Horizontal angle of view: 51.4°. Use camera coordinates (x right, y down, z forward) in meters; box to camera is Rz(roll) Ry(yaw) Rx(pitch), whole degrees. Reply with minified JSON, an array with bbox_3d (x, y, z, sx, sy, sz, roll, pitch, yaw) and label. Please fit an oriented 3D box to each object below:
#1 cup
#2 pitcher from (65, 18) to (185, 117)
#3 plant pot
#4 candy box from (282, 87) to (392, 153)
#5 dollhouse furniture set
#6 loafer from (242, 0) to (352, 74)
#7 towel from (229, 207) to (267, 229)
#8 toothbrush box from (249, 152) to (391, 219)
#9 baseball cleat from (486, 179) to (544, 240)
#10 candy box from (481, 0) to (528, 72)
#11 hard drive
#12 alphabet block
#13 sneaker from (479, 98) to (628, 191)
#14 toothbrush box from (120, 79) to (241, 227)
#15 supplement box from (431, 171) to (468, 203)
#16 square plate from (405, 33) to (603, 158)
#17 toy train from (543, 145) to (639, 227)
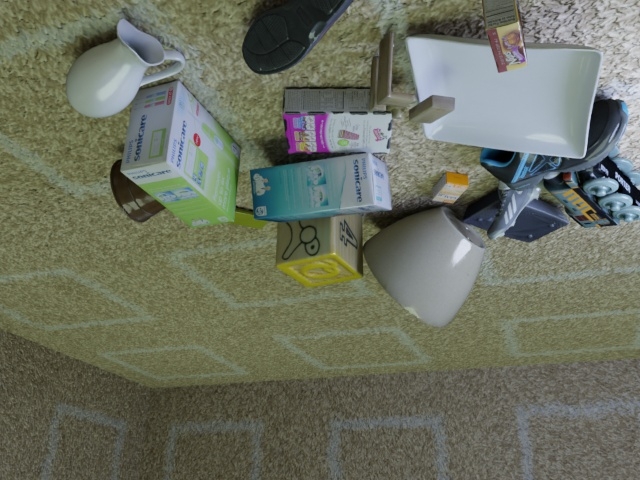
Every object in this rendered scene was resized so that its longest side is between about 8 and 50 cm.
[{"bbox_3d":[0.318,0.043,1.861,0.331,0.331,0.237,24,119,-39],"label":"cup"},{"bbox_3d":[-0.385,-0.325,1.308,0.207,0.125,0.178,-30,157,31],"label":"pitcher"},{"bbox_3d":[-0.399,-0.148,1.639,0.165,0.167,0.167,-18,150,18],"label":"plant pot"},{"bbox_3d":[0.039,-0.260,1.457,0.233,0.071,0.159,1,155,2],"label":"candy box"},{"bbox_3d":[0.178,-0.314,1.305,0.151,0.123,0.144,4,175,-15],"label":"dollhouse furniture set"},{"bbox_3d":[-0.021,-0.388,1.163,0.302,0.109,0.095,-27,-173,47],"label":"loafer"},{"bbox_3d":[-0.269,-0.076,1.933,0.237,0.021,0.102,11,159,-21],"label":"towel"},{"bbox_3d":[0.007,-0.122,1.611,0.295,0.126,0.216,-7,177,15],"label":"toothbrush box"},{"bbox_3d":[0.478,-0.101,1.706,0.109,0.072,0.206,36,105,-9],"label":"baseball cleat"},{"bbox_3d":[0.289,-0.376,1.058,0.053,0.186,0.109,-8,153,22],"label":"candy box"},{"bbox_3d":[0.543,-0.069,1.852,0.255,0.054,0.172,16,152,-25],"label":"hard drive"},{"bbox_3d":[0.000,0.000,1.866,0.192,0.197,0.193,-12,152,28],"label":"alphabet block"},{"bbox_3d":[0.508,-0.213,1.469,0.140,0.125,0.341,22,146,-28],"label":"sneaker"},{"bbox_3d":[-0.301,-0.183,1.484,0.122,0.206,0.283,-9,152,22],"label":"toothbrush box"},{"bbox_3d":[0.339,-0.137,1.741,0.062,0.036,0.098,8,155,-11],"label":"supplement box"},{"bbox_3d":[0.360,-0.289,1.318,0.347,0.049,0.344,11,158,20],"label":"square plate"},{"bbox_3d":[0.668,-0.131,1.633,0.190,0.142,0.334,-10,154,43],"label":"toy train"}]
